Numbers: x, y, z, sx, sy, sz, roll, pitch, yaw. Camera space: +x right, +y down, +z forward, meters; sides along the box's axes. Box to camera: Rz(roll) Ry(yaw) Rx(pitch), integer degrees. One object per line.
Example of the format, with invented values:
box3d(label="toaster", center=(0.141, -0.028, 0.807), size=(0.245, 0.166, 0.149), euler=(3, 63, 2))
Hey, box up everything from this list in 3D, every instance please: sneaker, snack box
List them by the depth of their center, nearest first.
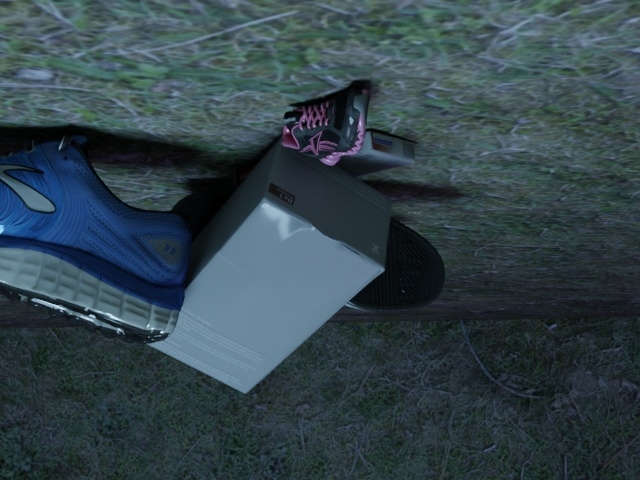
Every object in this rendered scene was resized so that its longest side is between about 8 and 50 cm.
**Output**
box3d(label="sneaker", center=(0.001, -0.090, 0.700), size=(0.057, 0.047, 0.119), euler=(14, 165, -15))
box3d(label="sneaker", center=(-0.265, -0.028, 0.774), size=(0.330, 0.147, 0.130), euler=(22, 160, -10))
box3d(label="snack box", center=(0.000, -0.070, 0.850), size=(0.178, 0.022, 0.064), euler=(-11, 168, 43))
box3d(label="sneaker", center=(-0.020, 0.024, 1.007), size=(0.296, 0.123, 0.178), euler=(13, 172, -3))

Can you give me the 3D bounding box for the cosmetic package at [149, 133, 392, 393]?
box3d(label="cosmetic package", center=(-0.052, 0.029, 0.830), size=(0.127, 0.107, 0.238), euler=(32, 127, -18))
